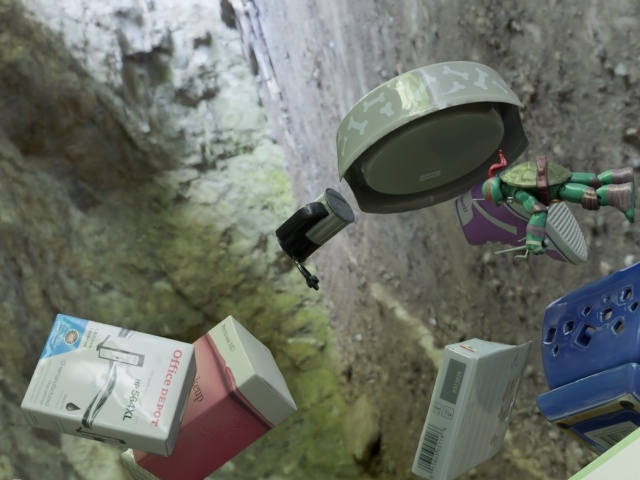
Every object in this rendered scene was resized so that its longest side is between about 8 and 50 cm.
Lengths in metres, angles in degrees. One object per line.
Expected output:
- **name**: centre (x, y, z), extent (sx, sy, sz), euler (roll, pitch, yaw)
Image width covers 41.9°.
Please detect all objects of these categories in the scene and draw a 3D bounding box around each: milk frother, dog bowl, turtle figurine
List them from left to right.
- **milk frother**: centre (0.000, 0.000, 1.570), extent (0.143, 0.135, 0.129), euler (53, -156, 3)
- **dog bowl**: centre (0.185, -0.174, 1.435), extent (0.348, 0.349, 0.102), euler (90, 164, -66)
- **turtle figurine**: centre (0.315, -0.058, 1.171), extent (0.175, 0.234, 0.118), euler (-66, -35, -47)

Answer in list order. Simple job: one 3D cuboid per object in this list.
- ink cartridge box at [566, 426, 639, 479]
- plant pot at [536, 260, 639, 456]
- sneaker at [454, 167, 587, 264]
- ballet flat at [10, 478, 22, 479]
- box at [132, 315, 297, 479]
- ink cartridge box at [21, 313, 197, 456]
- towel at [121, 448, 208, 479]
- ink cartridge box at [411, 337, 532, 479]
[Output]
- **ink cartridge box**: centre (0.329, 0.239, 0.671), extent (0.056, 0.171, 0.235), euler (50, -175, -34)
- **plant pot**: centre (0.464, 0.199, 1.211), extent (0.236, 0.212, 0.236), euler (34, 146, -11)
- **sneaker**: centre (0.357, -0.023, 1.524), extent (0.282, 0.161, 0.102), euler (34, -135, -30)
- **ballet flat**: centre (-0.259, 0.183, 0.584), extent (0.250, 0.058, 0.084), euler (-5, 117, 44)
- **box**: centre (-0.179, 0.258, 1.321), extent (0.127, 0.232, 0.148), euler (49, -175, -40)
- **ink cartridge box**: centre (-0.290, 0.203, 1.177), extent (0.086, 0.203, 0.148), euler (101, -179, -59)
- **towel**: centre (-0.182, 0.500, 1.437), extent (0.324, 0.056, 0.312), euler (14, 136, 40)
- **ink cartridge box**: centre (0.173, 0.179, 0.930), extent (0.179, 0.045, 0.145), euler (-1, -73, -60)
